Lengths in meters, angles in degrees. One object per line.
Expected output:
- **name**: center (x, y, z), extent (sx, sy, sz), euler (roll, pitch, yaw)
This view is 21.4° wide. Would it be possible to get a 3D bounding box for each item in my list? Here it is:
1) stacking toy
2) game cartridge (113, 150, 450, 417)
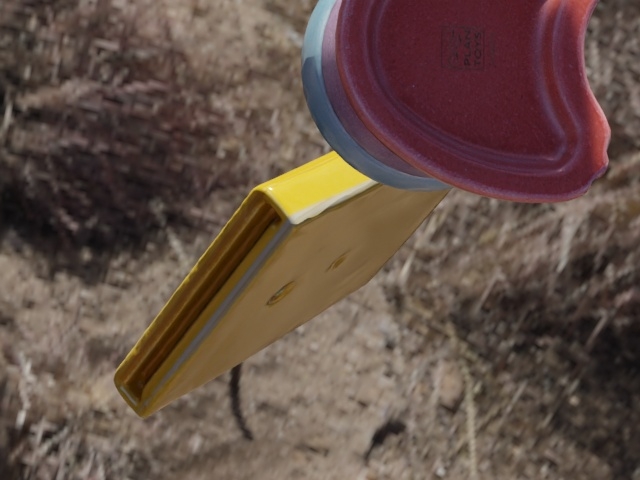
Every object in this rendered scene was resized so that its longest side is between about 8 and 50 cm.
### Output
- **stacking toy**: center (0.133, -0.160, 0.898), extent (0.279, 0.130, 0.309), euler (11, 83, -11)
- **game cartridge**: center (0.000, 0.000, 1.424), extent (0.053, 0.285, 0.323), euler (49, 42, 10)
